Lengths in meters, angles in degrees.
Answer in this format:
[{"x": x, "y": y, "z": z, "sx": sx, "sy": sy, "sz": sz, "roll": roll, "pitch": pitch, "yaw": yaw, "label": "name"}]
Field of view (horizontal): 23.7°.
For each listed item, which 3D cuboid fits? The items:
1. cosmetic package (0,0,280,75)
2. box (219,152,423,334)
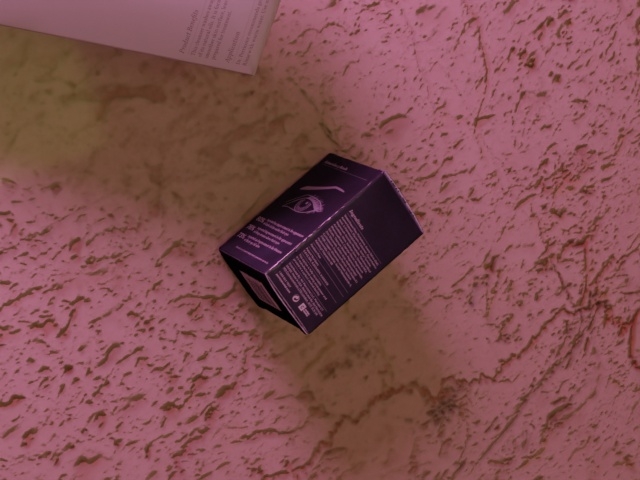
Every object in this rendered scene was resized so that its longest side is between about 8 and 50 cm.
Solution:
[{"x": -0.230, "y": -0.337, "z": 1.675, "sx": 0.385, "sy": 0.156, "sz": 0.217, "roll": 12, "pitch": 123, "yaw": -19, "label": "cosmetic package"}, {"x": 0.000, "y": 0.000, "z": 1.939, "sx": 0.207, "sy": 0.153, "sz": 0.108, "roll": -40, "pitch": 116, "yaw": -13, "label": "box"}]
